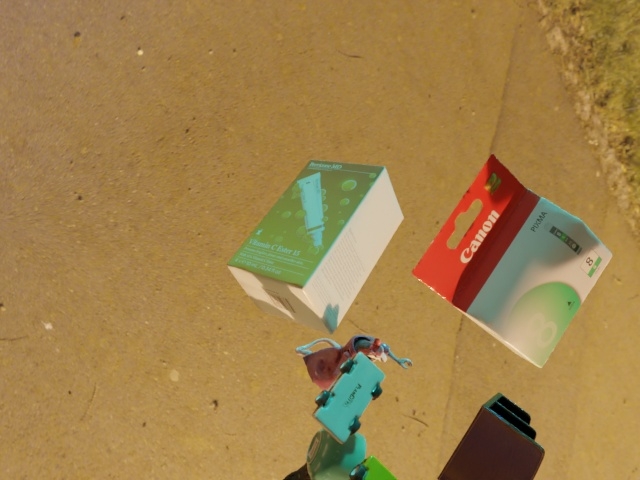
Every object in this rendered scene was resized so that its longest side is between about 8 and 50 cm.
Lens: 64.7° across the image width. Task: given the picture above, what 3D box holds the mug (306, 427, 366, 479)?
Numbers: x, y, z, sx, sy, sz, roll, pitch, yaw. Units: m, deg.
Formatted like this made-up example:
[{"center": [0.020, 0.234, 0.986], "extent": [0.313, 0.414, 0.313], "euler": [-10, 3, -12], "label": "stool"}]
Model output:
[{"center": [0.025, 0.478, 1.093], "extent": [0.097, 0.129, 0.157], "euler": [27, 34, -7], "label": "mug"}]

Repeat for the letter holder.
[{"center": [0.536, 0.659, 1.524], "extent": [0.152, 0.214, 0.301], "euler": [-1, 120, -53], "label": "letter holder"}]

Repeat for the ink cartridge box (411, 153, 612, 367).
[{"center": [0.246, 0.030, 0.627], "extent": [0.225, 0.056, 0.181], "euler": [36, 87, -28], "label": "ink cartridge box"}]

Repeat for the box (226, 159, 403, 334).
[{"center": [0.000, 0.000, 1.119], "extent": [0.345, 0.215, 0.168], "euler": [-55, 138, -28], "label": "box"}]

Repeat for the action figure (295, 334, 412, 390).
[{"center": [0.113, 0.378, 1.674], "extent": [0.248, 0.370, 0.275], "euler": [-21, 68, -31], "label": "action figure"}]

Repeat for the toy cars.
[{"center": [0.057, 0.422, 1.009], "extent": [0.177, 0.087, 0.393], "euler": [11, 57, -25], "label": "toy cars"}]

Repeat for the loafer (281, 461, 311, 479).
[{"center": [-0.018, 0.644, 1.376], "extent": [0.078, 0.076, 0.223], "euler": [34, 117, -28], "label": "loafer"}]
